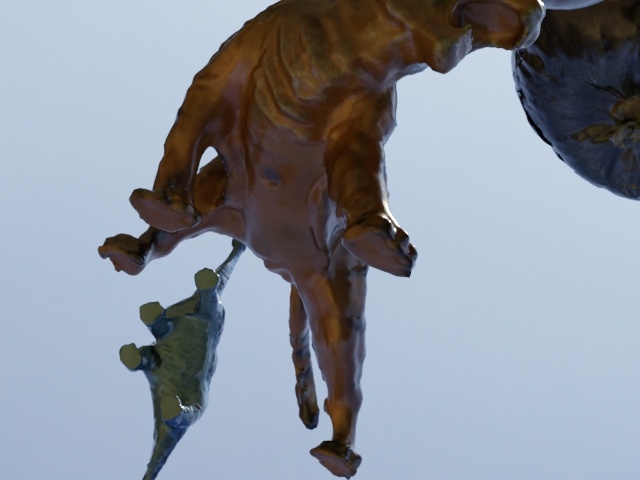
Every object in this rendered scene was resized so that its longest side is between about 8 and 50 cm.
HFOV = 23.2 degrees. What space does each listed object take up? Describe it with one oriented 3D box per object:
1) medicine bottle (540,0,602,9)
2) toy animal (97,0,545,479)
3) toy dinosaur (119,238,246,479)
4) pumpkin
[{"bbox_3d":[0.030,-0.188,0.778,0.250,0.131,0.131,4,-145,-4],"label":"medicine bottle"},{"bbox_3d":[-0.007,-0.004,0.599,0.114,0.255,0.116,24,-122,8],"label":"toy animal"},{"bbox_3d":[-0.131,0.106,1.437,0.076,0.144,0.329,10,-112,14],"label":"toy dinosaur"},{"bbox_3d":[0.260,-0.132,1.191,0.238,0.238,0.159,4,-140,25],"label":"pumpkin"}]
